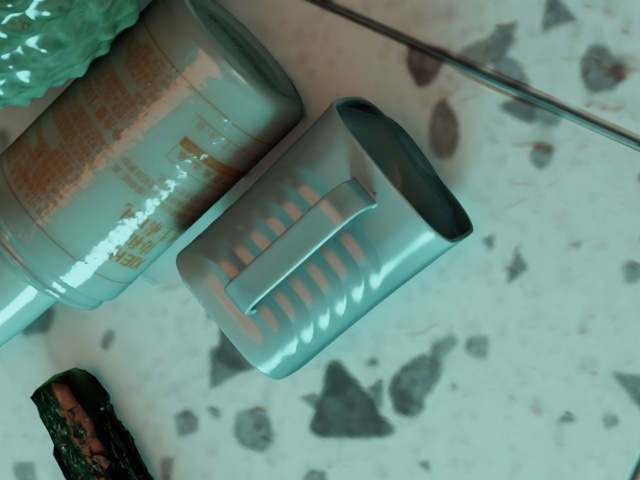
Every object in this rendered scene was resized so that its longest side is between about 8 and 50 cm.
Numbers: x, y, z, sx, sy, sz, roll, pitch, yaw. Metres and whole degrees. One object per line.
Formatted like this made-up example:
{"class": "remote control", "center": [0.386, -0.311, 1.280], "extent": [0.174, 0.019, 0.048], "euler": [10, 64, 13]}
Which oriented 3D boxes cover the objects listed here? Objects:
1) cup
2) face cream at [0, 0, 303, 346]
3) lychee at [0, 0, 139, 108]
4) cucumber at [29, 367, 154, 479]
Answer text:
{"class": "cup", "center": [0.000, 0.000, 0.953], "extent": [0.129, 0.128, 0.095], "euler": [-42, 86, 16]}
{"class": "face cream", "center": [-0.129, -0.018, 0.997], "extent": [0.252, 0.101, 0.101], "euler": [-43, 83, 13]}
{"class": "lychee", "center": [-0.197, -0.189, 0.922], "extent": [0.255, 0.274, 0.255], "euler": [5, 138, 5]}
{"class": "cucumber", "center": [-0.088, 0.188, 1.033], "extent": [0.044, 0.043, 0.256], "euler": [-30, 87, 20]}
